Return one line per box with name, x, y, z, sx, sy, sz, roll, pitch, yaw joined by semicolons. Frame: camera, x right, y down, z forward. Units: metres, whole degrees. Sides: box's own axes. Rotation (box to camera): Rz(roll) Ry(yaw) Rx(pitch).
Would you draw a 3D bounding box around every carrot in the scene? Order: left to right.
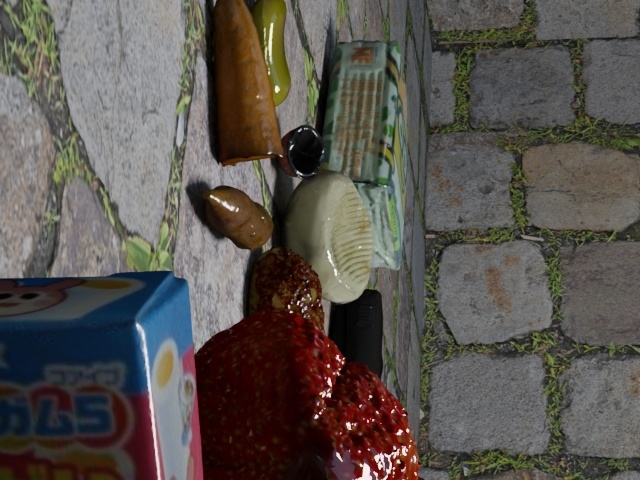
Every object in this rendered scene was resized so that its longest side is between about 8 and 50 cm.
carrot;-0.089;-0.182;1.475;0.072;0.072;0.205;-45;126;-77

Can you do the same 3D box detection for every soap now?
soap;-0.062;-0.232;1.665;0.089;0.045;0.140;-60;150;-66

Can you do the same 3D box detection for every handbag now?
handbag;0.063;0.245;2.248;0.244;0.088;0.275;81;9;-51

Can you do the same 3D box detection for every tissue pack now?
tissue pack;0.074;-0.138;2.211;0.228;0.128;0.310;79;14;-53

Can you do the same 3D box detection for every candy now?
candy;-0.150;0.174;0.777;0.100;0.157;0.305;-53;142;-74

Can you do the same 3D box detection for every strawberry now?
strawberry;-0.032;0.202;1.217;0.238;0.250;0.288;-53;-171;-7

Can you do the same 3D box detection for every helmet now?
helmet;-0.034;-0.110;1.807;0.065;0.049;0.084;52;46;-26

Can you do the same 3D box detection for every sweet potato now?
sweet potato;-0.086;-0.023;1.465;0.065;0.051;0.218;49;2;12

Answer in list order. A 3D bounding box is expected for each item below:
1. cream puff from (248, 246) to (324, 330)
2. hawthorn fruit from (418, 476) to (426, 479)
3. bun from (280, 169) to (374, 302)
cream puff;-0.038;0.078;1.669;0.149;0.084;0.149;-1;90;-83
hawthorn fruit;0.102;0.468;1.963;0.311;0.295;0.295;65;11;-1
bun;0.000;0.000;1.845;0.183;0.102;0.183;29;57;-58
